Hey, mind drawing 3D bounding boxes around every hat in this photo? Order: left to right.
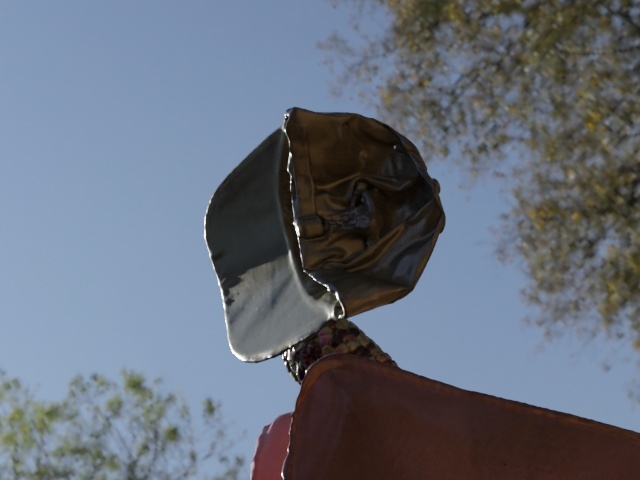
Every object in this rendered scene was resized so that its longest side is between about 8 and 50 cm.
[{"bbox_3d":[0.000,0.000,1.124,0.149,0.214,0.244,-3,-22,-28],"label":"hat"}]

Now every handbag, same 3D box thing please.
[{"bbox_3d":[0.051,0.148,0.368,0.157,0.213,0.059,15,-40,-15],"label":"handbag"}]

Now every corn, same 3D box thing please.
[{"bbox_3d":[0.071,0.183,1.237,0.092,0.280,0.092,-41,-20,-18],"label":"corn"}]
